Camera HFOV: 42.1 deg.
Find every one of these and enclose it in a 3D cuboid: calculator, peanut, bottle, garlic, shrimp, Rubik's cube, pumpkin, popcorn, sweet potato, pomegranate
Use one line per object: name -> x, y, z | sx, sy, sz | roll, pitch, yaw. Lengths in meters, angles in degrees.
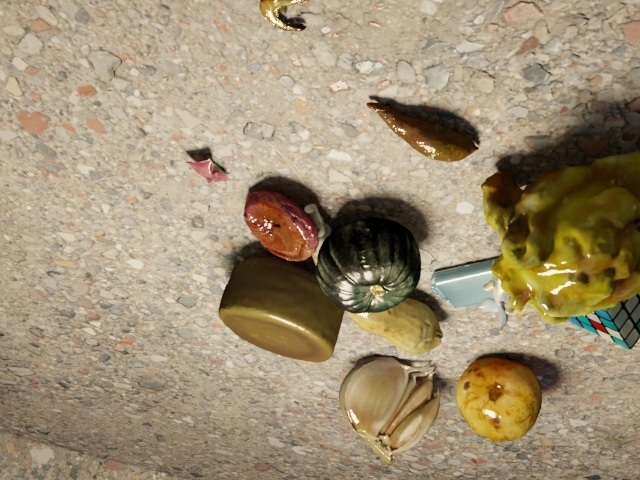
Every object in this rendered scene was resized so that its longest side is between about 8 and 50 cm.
calculator -> 0.343, 0.094, 1.820 | 0.210, 0.039, 0.121 | -15, 139, 32
peanut -> 0.166, 0.173, 1.906 | 0.290, 0.130, 0.130 | 31, 140, -26
bottle -> 0.000, 0.000, 1.761 | 0.060, 0.060, 0.217 | 1, 145, 14
garlic -> 0.181, 0.429, 2.189 | 0.237, 0.291, 0.210 | 16, 163, 39
shrimp -> -0.038, -0.360, 1.298 | 0.114, 0.023, 0.083 | -8, 144, 33
Rubik's cube -> 0.558, 0.091, 1.608 | 0.154, 0.155, 0.151 | 45, 171, -39
pumpkin -> 0.099, 0.051, 1.705 | 0.221, 0.161, 0.220 | -9, 135, -9
popcorn -> 0.453, -0.005, 1.452 | 0.321, 0.289, 0.326 | -7, 170, 18
sweet potato -> 0.179, -0.182, 1.453 | 0.226, 0.068, 0.068 | 21, 144, -12
pomegranate -> 0.452, 0.397, 2.092 | 0.215, 0.215, 0.215 | 7, 145, 5

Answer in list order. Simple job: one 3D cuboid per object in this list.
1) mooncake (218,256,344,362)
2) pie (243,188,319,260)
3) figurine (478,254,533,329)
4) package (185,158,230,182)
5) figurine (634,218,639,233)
mooncake -> -0.084, 0.154, 1.894 | 0.285, 0.155, 0.284 | 18, 158, 8
pie -> -0.082, -0.033, 1.710 | 0.182, 0.049, 0.182 | 29, 148, 20
figurine -> 0.420, 0.088, 1.698 | 0.184, 0.128, 0.208 | 35, 101, -31
package -> -0.223, -0.140, 1.653 | 0.059, 0.029, 0.083 | -4, 151, 26
figurine -> 0.617, -0.029, 1.560 | 0.129, 0.054, 0.072 | 27, 138, -25
